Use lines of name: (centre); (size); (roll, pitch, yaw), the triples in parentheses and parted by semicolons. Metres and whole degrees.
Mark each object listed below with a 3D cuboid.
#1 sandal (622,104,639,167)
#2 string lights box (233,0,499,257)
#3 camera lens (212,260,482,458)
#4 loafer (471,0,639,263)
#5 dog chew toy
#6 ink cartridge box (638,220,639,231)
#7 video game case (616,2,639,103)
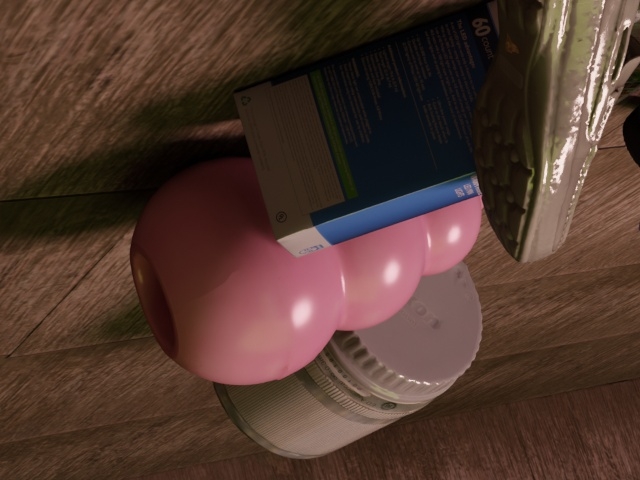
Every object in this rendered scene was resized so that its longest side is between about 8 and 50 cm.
sandal: (0.457, -0.110, 1.617); (0.445, 0.167, 0.107); (-9, 139, -51)
string lights box: (0.075, -0.093, 1.247); (0.259, 0.133, 0.077); (-18, 164, 8)
camera lens: (0.021, 0.113, 1.745); (0.219, 0.219, 0.274); (-4, 160, -39)
loafer: (0.177, -0.120, 1.093); (0.111, 0.112, 0.319); (-12, 133, -17)
dog chew toy: (0.000, 0.000, 1.405); (0.331, 0.207, 0.206); (-20, 167, -19)
ink cartridge box: (0.408, -0.108, 1.402); (0.311, 0.186, 0.065); (-10, -156, -42)
video game case: (0.252, -0.170, 1.375); (0.212, 0.023, 0.193); (-6, 161, -37)
